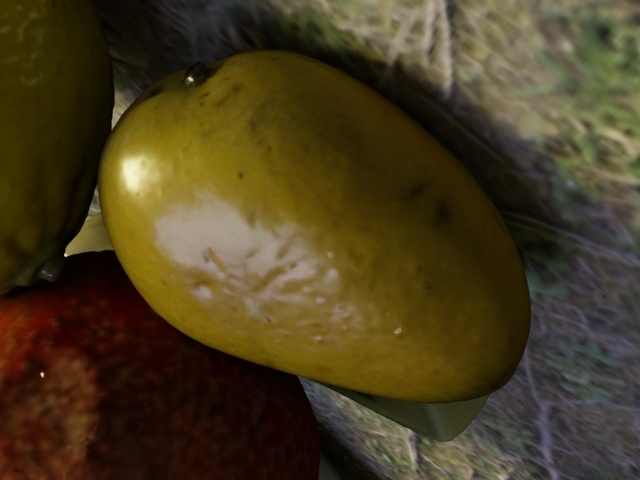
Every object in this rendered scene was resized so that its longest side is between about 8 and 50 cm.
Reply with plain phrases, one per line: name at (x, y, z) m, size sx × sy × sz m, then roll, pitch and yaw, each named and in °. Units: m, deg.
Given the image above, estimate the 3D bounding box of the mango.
mango at (0.000, 0.000, 0.503) m, size 0.195 × 0.098 × 0.137 m, roll 34°, pitch 127°, yaw -5°

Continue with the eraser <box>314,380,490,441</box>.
eraser at (0.002, 0.034, 0.636) m, size 0.172 × 0.058 × 0.117 m, roll 23°, pitch 154°, yaw 30°

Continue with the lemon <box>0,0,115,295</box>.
lemon at (-0.192, -0.071, 0.541) m, size 0.231 × 0.192 × 0.192 m, roll 45°, pitch 157°, yaw -2°

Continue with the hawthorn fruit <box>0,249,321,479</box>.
hawthorn fruit at (-0.102, 0.101, 0.606) m, size 0.205 × 0.205 × 0.253 m, roll 48°, pitch -174°, yaw -25°

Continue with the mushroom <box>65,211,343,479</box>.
mushroom at (-0.094, 0.132, 0.890) m, size 0.177 × 0.126 × 0.397 m, roll 1°, pitch 140°, yaw 40°
